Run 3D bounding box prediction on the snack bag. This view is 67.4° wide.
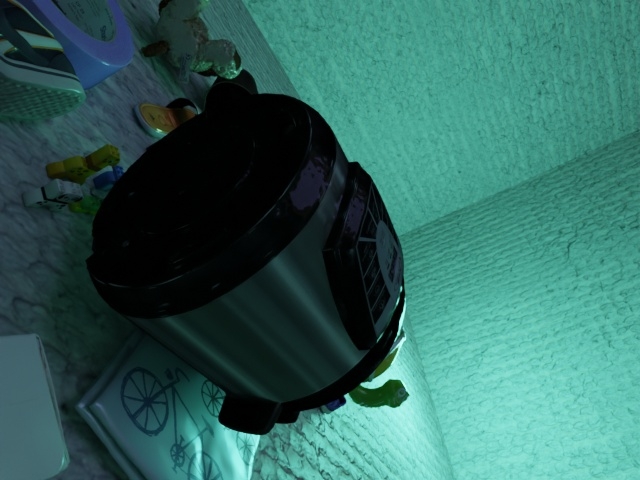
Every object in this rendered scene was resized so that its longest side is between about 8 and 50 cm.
[{"bbox_3d":[-0.193,0.259,0.739,0.323,0.037,0.342,61,12,-18],"label":"snack bag"}]

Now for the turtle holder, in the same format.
[{"bbox_3d":[0.110,0.272,1.269,0.243,0.227,0.320,74,-7,-49],"label":"turtle holder"}]

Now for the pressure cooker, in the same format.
[{"bbox_3d":[-0.071,0.042,0.730,0.420,0.369,0.375,57,-4,-41],"label":"pressure cooker"}]

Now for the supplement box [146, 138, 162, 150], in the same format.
[{"bbox_3d":[-0.309,-0.161,0.983,0.083,0.043,0.055,63,16,-6],"label":"supplement box"}]

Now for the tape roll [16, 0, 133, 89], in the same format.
[{"bbox_3d":[-0.445,-0.398,0.801,0.275,0.090,0.275,58,16,-27],"label":"tape roll"}]

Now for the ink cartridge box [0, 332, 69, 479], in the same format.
[{"bbox_3d":[-0.284,0.131,0.259,0.093,0.219,0.160,69,15,13],"label":"ink cartridge box"}]

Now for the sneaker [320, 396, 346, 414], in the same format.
[{"bbox_3d":[0.012,0.375,1.189,0.170,0.071,0.068,47,23,-48],"label":"sneaker"}]

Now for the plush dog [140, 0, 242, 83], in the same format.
[{"bbox_3d":[-0.343,-0.509,1.222,0.263,0.210,0.225,62,-4,-22],"label":"plush dog"}]

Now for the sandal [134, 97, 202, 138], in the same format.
[{"bbox_3d":[-0.312,-0.273,1.085,0.102,0.076,0.265,64,15,-5],"label":"sandal"}]

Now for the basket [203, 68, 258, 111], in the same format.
[{"bbox_3d":[-0.245,-0.401,1.390,0.227,0.154,0.204,-101,167,-52],"label":"basket"}]

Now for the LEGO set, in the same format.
[{"bbox_3d":[-0.322,-0.089,0.725,0.087,0.093,0.227,68,15,12],"label":"LEGO set"}]

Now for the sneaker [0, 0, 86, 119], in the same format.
[{"bbox_3d":[-0.418,-0.222,0.552,0.321,0.126,0.128,-51,117,-80],"label":"sneaker"}]
